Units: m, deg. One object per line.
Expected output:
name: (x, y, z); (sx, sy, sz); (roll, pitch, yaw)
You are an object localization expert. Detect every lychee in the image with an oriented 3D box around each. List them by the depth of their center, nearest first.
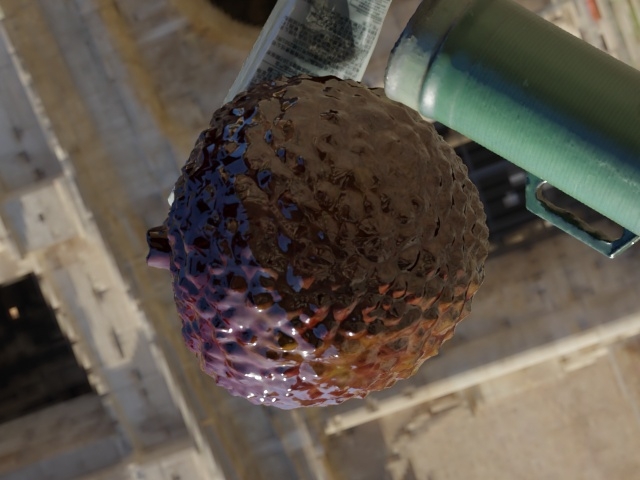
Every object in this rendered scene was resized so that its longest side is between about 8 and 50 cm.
lychee: (0.000, 0.000, 1.077); (0.260, 0.261, 0.260); (-20, -90, -81)

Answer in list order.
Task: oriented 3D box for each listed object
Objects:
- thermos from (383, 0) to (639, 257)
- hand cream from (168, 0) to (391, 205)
thermos: (0.124, -0.050, 0.675); (0.188, 0.083, 0.073); (32, 180, 16)
hand cream: (-0.011, -0.160, 1.273); (0.124, 0.340, 0.078); (23, -170, -20)
